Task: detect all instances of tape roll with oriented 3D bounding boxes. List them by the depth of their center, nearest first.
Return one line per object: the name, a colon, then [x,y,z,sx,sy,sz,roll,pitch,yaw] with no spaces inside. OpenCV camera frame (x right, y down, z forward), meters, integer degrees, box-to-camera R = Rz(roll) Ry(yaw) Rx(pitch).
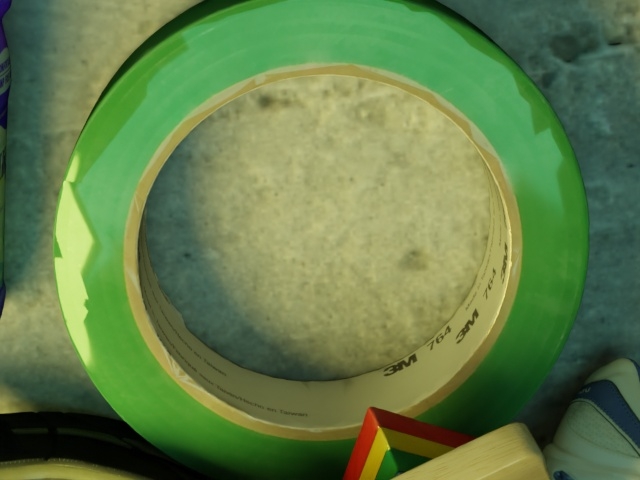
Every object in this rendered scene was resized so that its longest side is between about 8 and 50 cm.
tape roll: [0.000,0.000,0.856,0.321,0.077,0.321,-1,109,-2]

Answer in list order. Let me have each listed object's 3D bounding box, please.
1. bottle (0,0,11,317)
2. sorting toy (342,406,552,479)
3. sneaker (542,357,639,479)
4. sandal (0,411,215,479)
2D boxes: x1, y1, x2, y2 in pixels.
bottle: [-0.227,-0.073,0.798,0.092,0.118,0.282,5,107,-4]
sorting toy: [0.019,0.205,0.835,0.257,0.089,0.255,-25,140,1]
sneaker: [0.288,0.169,0.866,0.297,0.112,0.131,23,73,9]
sandal: [-0.183,0.160,0.857,0.303,0.120,0.086,8,99,-18]
